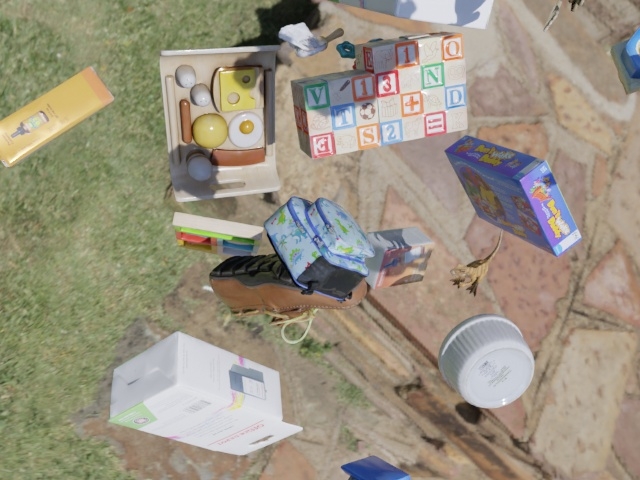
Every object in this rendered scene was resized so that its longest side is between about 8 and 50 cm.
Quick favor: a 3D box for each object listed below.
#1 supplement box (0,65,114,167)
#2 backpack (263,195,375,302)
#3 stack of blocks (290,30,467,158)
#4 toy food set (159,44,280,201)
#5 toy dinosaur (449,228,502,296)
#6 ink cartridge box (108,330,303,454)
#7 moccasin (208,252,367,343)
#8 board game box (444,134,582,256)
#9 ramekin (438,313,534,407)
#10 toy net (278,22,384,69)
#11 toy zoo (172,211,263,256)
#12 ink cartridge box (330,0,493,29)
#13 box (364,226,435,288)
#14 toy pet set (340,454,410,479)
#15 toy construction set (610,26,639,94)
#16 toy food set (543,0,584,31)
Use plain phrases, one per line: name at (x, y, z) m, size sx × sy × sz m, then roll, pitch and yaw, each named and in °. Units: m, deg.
supplement box at (-0.506, -0.229, 1.277) m, size 0.233 × 0.080 × 0.078 m, roll -38°, pitch 107°, yaw -18°
backpack at (0.000, 0.000, 0.778) m, size 0.105 × 0.084 × 0.114 m, roll 19°, pitch 29°, yaw -56°
stack of blocks at (0.104, -0.261, 1.212) m, size 0.297 × 0.087 × 0.171 m, roll -13°, pitch 112°, yaw -13°
toy food set at (-0.183, -0.224, 1.316) m, size 0.220 × 0.306 × 0.092 m, roll -8°, pitch 36°, yaw -16°
toy dinosaur at (0.347, 0.061, 1.496) m, size 0.064 × 0.112 × 0.212 m, roll 42°, pitch 37°, yaw 18°
ink cartridge box at (-0.222, 0.326, 1.404) m, size 0.353 × 0.207 × 0.119 m, roll 33°, pitch 38°, yaw -41°
moccasin at (-0.064, 0.105, 1.308) m, size 0.139 × 0.380 × 0.146 m, roll -43°, pitch 117°, yaw -44°
board game box at (0.467, -0.119, 1.699) m, size 0.078 × 0.347 × 0.233 m, roll -36°, pitch 116°, yaw -5°
ramekin at (0.380, 0.280, 1.547) m, size 0.207 × 0.207 × 0.109 m, roll 32°, pitch 14°, yaw -24°
toy net at (0.033, -0.350, 1.293) m, size 0.232 × 0.045 × 0.122 m, roll 5°, pitch 56°, yaw -13°
toy zoo at (-0.236, -0.001, 1.585) m, size 0.193 × 0.293 × 0.030 m, roll 10°, pitch 77°, yaw -7°
ink cartridge box at (0.161, -0.475, 1.265) m, size 0.202 × 0.278 × 0.117 m, roll -2°, pitch 114°, yaw -26°
box at (0.203, 0.046, 1.852) m, size 0.171 × 0.130 × 0.091 m, roll -8°, pitch 36°, yaw -31°
toy pet set at (0.071, 0.231, 0.562) m, size 0.065 × 0.114 × 0.122 m, roll -50°, pitch 130°, yaw -22°
toy construction set at (0.364, -0.157, 0.393) m, size 0.215 × 0.327 × 0.151 m, roll 48°, pitch 22°, yaw 15°
toy food set at (0.382, -0.370, 0.926) m, size 0.039 × 0.192 × 0.132 m, roll 34°, pitch 40°, yaw 2°
